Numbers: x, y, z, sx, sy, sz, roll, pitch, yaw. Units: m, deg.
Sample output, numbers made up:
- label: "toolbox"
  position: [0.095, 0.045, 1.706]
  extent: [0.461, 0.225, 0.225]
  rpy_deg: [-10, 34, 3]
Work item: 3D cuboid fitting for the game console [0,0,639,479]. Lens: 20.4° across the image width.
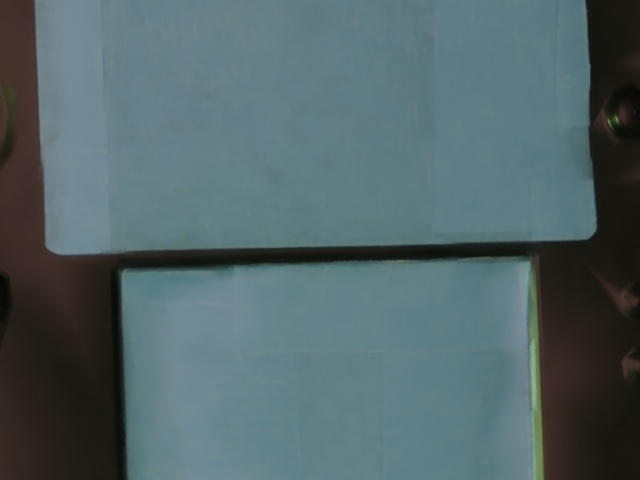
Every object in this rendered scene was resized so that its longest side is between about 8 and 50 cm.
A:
- label: "game console"
  position: [0.000, 0.000, 0.703]
  extent: [0.386, 0.060, 0.342]
  rpy_deg: [-1, 84, -19]
